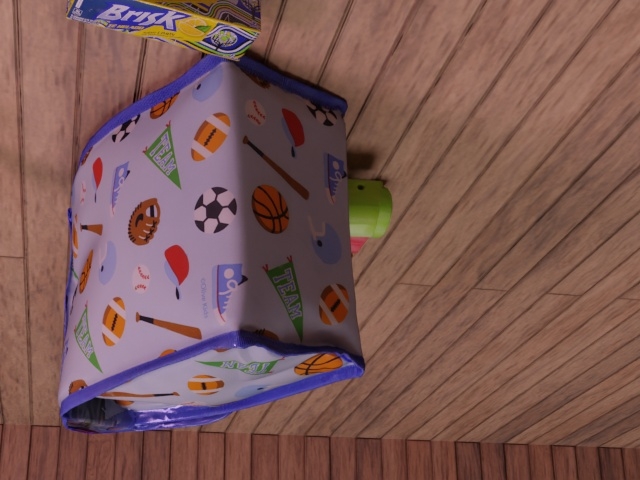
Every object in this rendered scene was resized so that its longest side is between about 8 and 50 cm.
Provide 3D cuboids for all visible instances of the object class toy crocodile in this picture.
[{"bbox_3d":[0.000,0.000,1.482,0.115,0.105,0.340,9,155,-21],"label":"toy crocodile"}]

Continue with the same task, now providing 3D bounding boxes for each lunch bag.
[{"bbox_3d":[-0.149,0.026,1.266,0.385,0.328,0.239,-23,150,38],"label":"lunch bag"}]

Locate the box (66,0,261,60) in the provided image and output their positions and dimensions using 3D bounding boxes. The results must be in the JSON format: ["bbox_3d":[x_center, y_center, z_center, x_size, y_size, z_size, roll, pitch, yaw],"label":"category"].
[{"bbox_3d":[-0.140,-0.217,1.029,0.169,0.059,0.054,10,152,-24],"label":"box"}]
